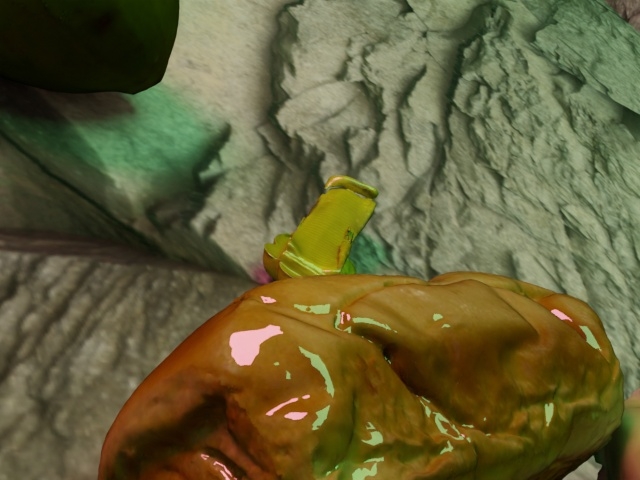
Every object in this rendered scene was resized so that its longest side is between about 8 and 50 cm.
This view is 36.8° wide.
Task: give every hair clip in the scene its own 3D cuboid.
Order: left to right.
[{"bbox_3d":[0.000,0.000,0.752,0.072,0.046,0.173,23,28,1],"label":"hair clip"}]

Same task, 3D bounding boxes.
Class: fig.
[{"bbox_3d":[-0.207,-0.198,0.733,0.203,0.202,0.225,-103,166,-52],"label":"fig"}]

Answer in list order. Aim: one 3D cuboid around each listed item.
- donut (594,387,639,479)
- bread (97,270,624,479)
[{"bbox_3d":[0.321,0.204,0.583,0.371,0.150,0.307,36,14,-31],"label":"donut"},{"bbox_3d":[0.039,0.100,0.513,0.294,0.167,0.132,-4,46,-48],"label":"bread"}]
